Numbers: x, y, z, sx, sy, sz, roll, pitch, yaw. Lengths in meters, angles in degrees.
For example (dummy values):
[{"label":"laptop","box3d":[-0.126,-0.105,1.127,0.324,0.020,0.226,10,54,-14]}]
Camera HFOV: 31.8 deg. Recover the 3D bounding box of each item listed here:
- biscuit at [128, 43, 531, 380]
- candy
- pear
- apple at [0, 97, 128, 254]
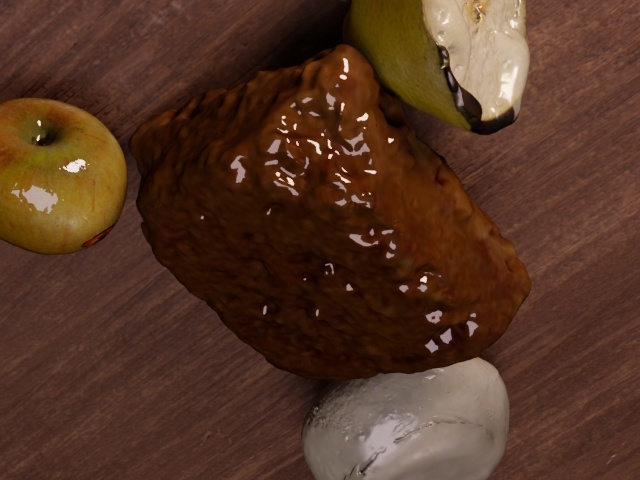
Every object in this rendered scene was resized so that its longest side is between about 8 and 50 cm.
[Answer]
[{"label":"biscuit","box3d":[0.000,0.000,1.246,0.342,0.166,0.395,-11,133,43]},{"label":"candy","box3d":[0.113,0.243,1.499,0.295,0.185,0.295,-13,130,-16]},{"label":"pear","box3d":[0.103,-0.234,1.159,0.178,0.267,0.267,-3,134,37]},{"label":"apple","box3d":[-0.303,-0.066,1.235,0.182,0.182,0.155,8,141,-11]}]
